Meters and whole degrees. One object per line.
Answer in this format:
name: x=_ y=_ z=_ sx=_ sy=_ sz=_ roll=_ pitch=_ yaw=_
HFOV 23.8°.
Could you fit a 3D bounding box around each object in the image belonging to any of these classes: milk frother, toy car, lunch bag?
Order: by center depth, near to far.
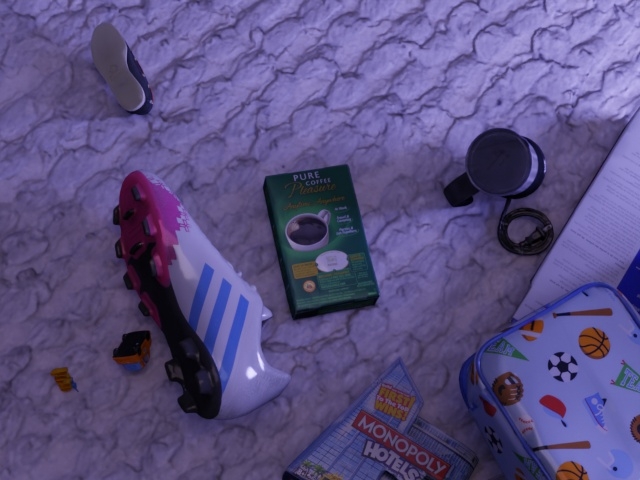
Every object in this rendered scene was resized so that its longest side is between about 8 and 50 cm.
lunch bag: x=0.324 y=0.212 z=1.756 sx=0.243 sy=0.115 sz=0.303 roll=-27 pitch=76 yaw=-19
toy car: x=-0.258 y=0.147 z=1.823 sx=0.122 sy=0.060 sz=0.041 roll=-17 pitch=116 yaw=4
milk frother: x=0.242 y=-0.059 z=1.899 sx=0.143 sy=0.135 sz=0.129 roll=41 pitch=101 yaw=12

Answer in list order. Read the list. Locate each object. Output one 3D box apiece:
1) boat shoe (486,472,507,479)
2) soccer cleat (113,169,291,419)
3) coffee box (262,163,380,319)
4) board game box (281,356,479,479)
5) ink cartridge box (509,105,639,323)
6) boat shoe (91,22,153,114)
boat shoe: x=0.183 y=0.365 z=1.784 sx=0.206 sy=0.075 sz=0.065 roll=-52 pitch=126 yaw=-26
soccer cleat: x=-0.143 y=0.062 z=1.833 sx=0.143 sy=0.116 sz=0.331 roll=-9 pitch=67 yaw=-34
coffee box: x=0.000 y=0.000 z=1.898 sx=0.113 sy=0.040 sz=0.184 roll=-11 pitch=71 yaw=-11
board game box: x=0.086 y=0.249 z=1.804 sx=0.194 sy=0.060 sz=0.194 roll=30 pitch=70 yaw=5
ink cartridge box: x=0.395 y=0.012 z=1.930 sx=0.175 sy=0.069 sz=0.371 roll=33 pitch=66 yaw=5
boat shoe: x=-0.256 y=-0.219 z=1.951 sx=0.049 sy=0.042 sz=0.133 roll=-30 pitch=73 yaw=10
